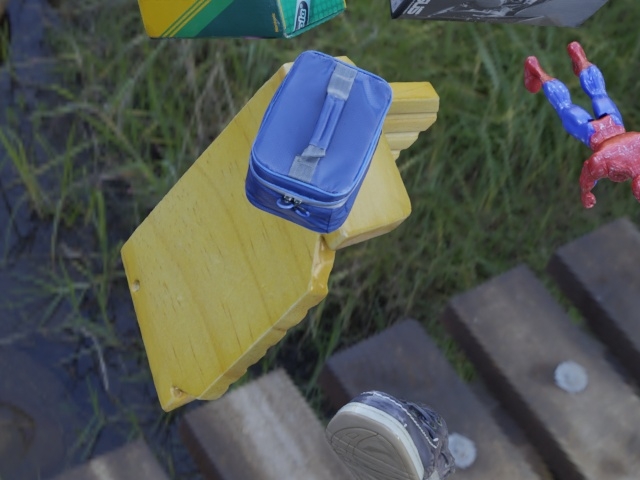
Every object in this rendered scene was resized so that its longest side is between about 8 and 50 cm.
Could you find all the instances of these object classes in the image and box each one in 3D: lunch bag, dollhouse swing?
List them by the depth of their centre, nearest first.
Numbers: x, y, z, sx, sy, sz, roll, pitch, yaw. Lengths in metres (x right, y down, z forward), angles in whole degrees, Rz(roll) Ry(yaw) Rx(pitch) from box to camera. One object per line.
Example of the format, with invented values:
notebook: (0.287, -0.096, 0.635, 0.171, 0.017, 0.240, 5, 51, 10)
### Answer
lunch bag: (-0.003, -0.056, 0.818, 0.067, 0.065, 0.098, 20, 64, 3)
dollhouse swing: (0.000, 0.000, 1.600, 0.305, 0.347, 0.315, 10, 49, -39)

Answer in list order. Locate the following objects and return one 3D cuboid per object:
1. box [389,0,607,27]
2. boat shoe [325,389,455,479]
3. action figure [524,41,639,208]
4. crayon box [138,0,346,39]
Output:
box: (0.175, -0.246, 1.153, 0.183, 0.231, 0.056, 1, 75, -17)
boat shoe: (0.079, 0.198, 1.383, 0.103, 0.285, 0.092, 23, 70, 24)
action figure: (0.311, -0.094, 1.535, 0.092, 0.139, 0.280, -20, 33, 0)
crayon box: (-0.090, -0.303, 1.120, 0.165, 0.278, 0.081, 7, 28, 42)
